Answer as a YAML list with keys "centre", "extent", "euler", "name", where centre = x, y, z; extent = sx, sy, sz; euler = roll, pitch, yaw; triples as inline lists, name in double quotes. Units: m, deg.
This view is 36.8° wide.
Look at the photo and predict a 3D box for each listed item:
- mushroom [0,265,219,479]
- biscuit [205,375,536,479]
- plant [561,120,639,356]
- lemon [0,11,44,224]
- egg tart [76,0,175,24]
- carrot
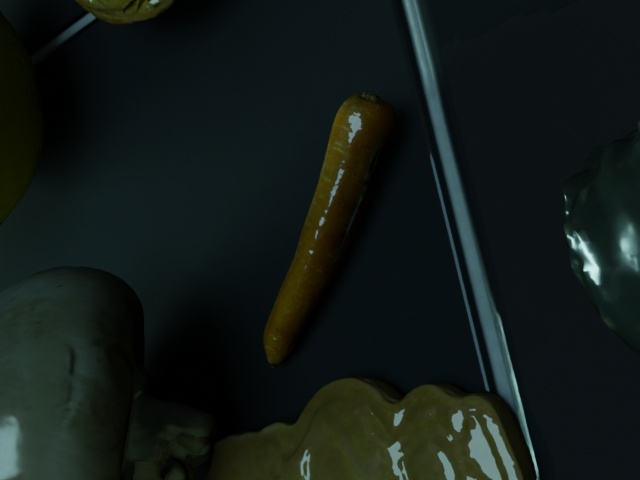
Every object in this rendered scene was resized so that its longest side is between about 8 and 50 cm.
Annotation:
- centre: [-0.157, 0.129, 0.625]
  extent: [0.178, 0.226, 0.226]
  euler: [2, 90, 2]
  name: "mushroom"
- centre: [0.020, 0.157, 0.569]
  extent: [0.236, 0.040, 0.144]
  euler: [-33, 74, 37]
  name: "biscuit"
- centre: [0.199, 0.045, 0.331]
  extent: [0.142, 0.164, 0.256]
  euler: [-45, 82, 18]
  name: "plant"
- centre: [-0.338, -0.108, 0.757]
  extent: [0.228, 0.228, 0.253]
  euler: [-18, 76, 39]
  name: "lemon"
- centre: [-0.123, -0.242, 0.674]
  extent: [0.191, 0.074, 0.191]
  euler: [0, 89, 40]
  name: "egg tart"
- centre: [0.000, 0.000, 0.587]
  extent: [0.037, 0.037, 0.190]
  euler: [35, 112, 36]
  name: "carrot"
